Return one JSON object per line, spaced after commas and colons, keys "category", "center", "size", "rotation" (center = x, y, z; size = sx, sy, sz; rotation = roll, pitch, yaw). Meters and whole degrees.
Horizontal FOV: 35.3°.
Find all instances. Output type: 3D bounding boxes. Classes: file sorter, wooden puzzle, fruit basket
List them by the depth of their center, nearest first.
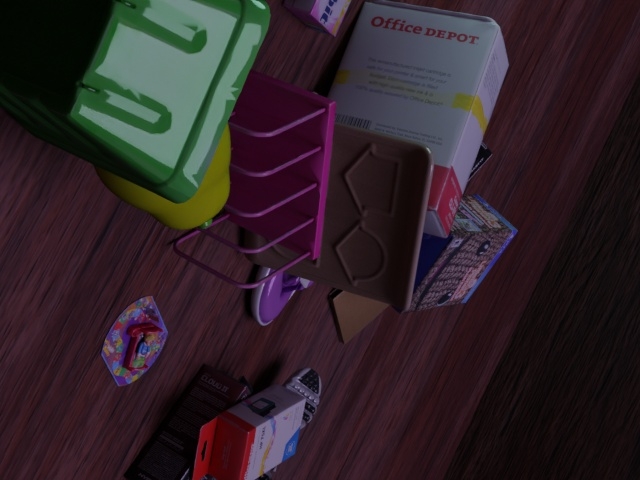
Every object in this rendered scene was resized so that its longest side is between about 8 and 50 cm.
{"category": "fruit basket", "center": [-0.213, -0.177, 1.217], "size": [0.392, 0.392, 0.283], "rotation": [22, 92, -63]}
{"category": "file sorter", "center": [-0.121, -0.099, 1.632], "size": [0.182, 0.202, 0.291], "rotation": [-32, 138, -46]}
{"category": "wooden puzzle", "center": [0.029, -0.067, 1.769], "size": [0.080, 0.347, 0.322], "rotation": [-44, 147, -52]}

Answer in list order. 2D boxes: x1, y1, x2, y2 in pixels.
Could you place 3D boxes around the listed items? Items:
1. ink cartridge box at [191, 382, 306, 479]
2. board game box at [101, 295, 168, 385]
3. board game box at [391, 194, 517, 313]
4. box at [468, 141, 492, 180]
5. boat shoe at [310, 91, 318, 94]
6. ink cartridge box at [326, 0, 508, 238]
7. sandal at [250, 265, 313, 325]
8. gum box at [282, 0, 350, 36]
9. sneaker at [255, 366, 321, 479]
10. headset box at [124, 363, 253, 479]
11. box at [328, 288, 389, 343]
{"category": "ink cartridge box", "center": [-0.132, 0.373, 1.880], "size": [0.231, 0.078, 0.134], "rotation": [-22, 129, -53]}
{"category": "board game box", "center": [-0.304, 0.179, 1.709], "size": [0.133, 0.033, 0.169], "rotation": [-50, 149, -29]}
{"category": "board game box", "center": [0.275, 0.027, 2.305], "size": [0.291, 0.141, 0.232], "rotation": [-5, 133, -51]}
{"category": "box", "center": [0.220, -0.134, 2.243], "size": [0.322, 0.079, 0.257], "rotation": [-49, 151, 9]}
{"category": "boat shoe", "center": [-0.020, -0.204, 1.897], "size": [0.056, 0.048, 0.153], "rotation": [-12, 122, -58]}
{"category": "ink cartridge box", "center": [0.164, -0.233, 1.896], "size": [0.385, 0.279, 0.160], "rotation": [-69, 157, -13]}
{"category": "sandal", "center": [-0.005, -0.006, 2.024], "size": [0.416, 0.102, 0.169], "rotation": [-59, 152, -14]}
{"category": "gum box", "center": [0.018, -0.465, 1.739], "size": [0.107, 0.062, 0.188], "rotation": [24, 90, -63]}
{"category": "sneaker", "center": [-0.109, 0.389, 2.144], "size": [0.110, 0.118, 0.292], "rotation": [47, 70, -31]}
{"category": "headset box", "center": [-0.218, 0.399, 1.956], "size": [0.293, 0.110, 0.218], "rotation": [-55, 151, -20]}
{"category": "box", "center": [0.096, 0.140, 2.380], "size": [0.164, 0.021, 0.201], "rotation": [-40, 147, -18]}
